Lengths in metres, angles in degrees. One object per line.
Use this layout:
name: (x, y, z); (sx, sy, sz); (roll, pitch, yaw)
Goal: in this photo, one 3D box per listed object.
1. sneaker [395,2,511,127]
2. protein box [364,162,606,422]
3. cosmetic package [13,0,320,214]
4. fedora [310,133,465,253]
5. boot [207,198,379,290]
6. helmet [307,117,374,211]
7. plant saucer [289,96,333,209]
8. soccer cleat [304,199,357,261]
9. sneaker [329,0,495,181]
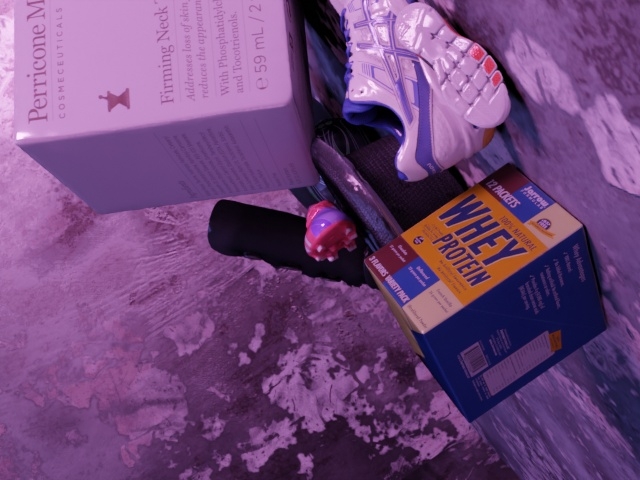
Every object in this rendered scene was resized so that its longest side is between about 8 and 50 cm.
sneaker: (0.142, -0.177, 0.862); (0.158, 0.061, 0.065); (56, -156, 18)
protein box: (0.194, 0.063, 0.985); (0.136, 0.201, 0.200); (53, 175, 46)
cosmetic package: (-0.223, -0.261, 1.339); (0.327, 0.394, 0.329); (66, -163, -73)
fedora: (0.126, -0.052, 1.270); (0.334, 0.152, 0.334); (54, 180, 0)
boot: (0.000, 0.001, 1.621); (0.445, 0.146, 0.367); (18, 169, 9)
helmet: (0.040, -0.138, 1.611); (0.169, 0.169, 0.161); (59, -168, -35)
plant saucer: (-0.012, -0.191, 1.789); (0.317, 0.044, 0.317); (41, -145, -36)
soccer cleat: (0.006, -0.023, 1.301); (0.095, 0.083, 0.248); (59, -177, 7)
sneaker: (0.064, -0.200, 0.959); (0.296, 0.131, 0.112); (56, 179, 20)
